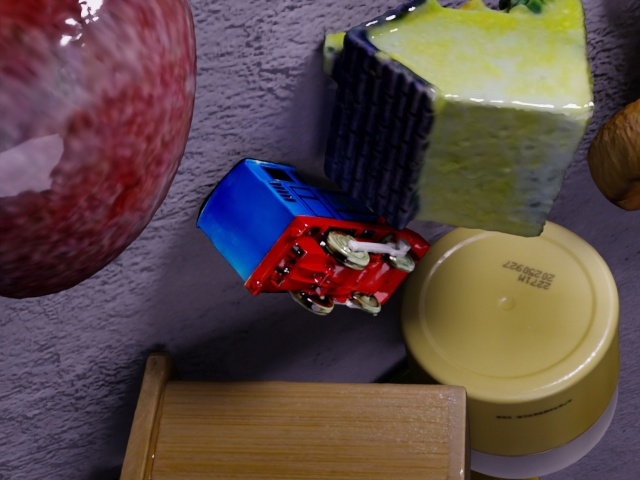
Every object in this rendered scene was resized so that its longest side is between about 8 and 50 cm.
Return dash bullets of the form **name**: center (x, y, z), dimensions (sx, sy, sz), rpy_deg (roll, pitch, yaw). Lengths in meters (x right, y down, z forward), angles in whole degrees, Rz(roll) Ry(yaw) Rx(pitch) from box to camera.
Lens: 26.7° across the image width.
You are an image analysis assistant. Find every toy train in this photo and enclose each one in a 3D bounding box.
- **toy train**: center (0.000, 0.000, 1.184), dimensions (0.082, 0.131, 0.204), rpy_deg (-53, 153, 18)

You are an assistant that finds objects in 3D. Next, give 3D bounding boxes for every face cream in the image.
- **face cream**: center (0.197, 0.110, 1.386), dimensions (0.218, 0.218, 0.179), rpy_deg (-28, 145, -8)

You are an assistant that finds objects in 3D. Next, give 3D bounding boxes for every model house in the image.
- **model house**: center (0.100, -0.115, 1.135), dimensions (0.212, 0.170, 0.194), rpy_deg (5, 145, -4)

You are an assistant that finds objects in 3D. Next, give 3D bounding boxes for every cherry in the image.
- **cherry**: center (-0.189, -0.086, 0.853), dimensions (0.230, 0.203, 0.300), rpy_deg (25, 102, -50)

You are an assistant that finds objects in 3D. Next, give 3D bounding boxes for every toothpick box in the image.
- **toothpick box**: center (-0.014, 0.229, 1.280), dimensions (0.308, 0.190, 0.187), rpy_deg (0, 144, 9)

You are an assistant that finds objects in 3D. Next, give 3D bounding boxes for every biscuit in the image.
- **biscuit**: center (0.389, -0.133, 1.291), dimensions (0.296, 0.102, 0.296), rpy_deg (-25, 170, -5)

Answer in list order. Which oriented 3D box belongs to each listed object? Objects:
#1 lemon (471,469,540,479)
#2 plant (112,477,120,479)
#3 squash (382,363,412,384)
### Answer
- **lemon**: center (0.162, 0.387, 1.679), dimensions (0.284, 0.260, 0.260), rpy_deg (-19, 145, -36)
- **plant**: center (-0.184, 0.404, 1.485), dimensions (0.306, 0.297, 0.261), rpy_deg (-36, 180, -23)
- **squash**: center (0.098, 0.173, 1.537), dimensions (0.183, 0.052, 0.052), rpy_deg (-37, 146, 8)
